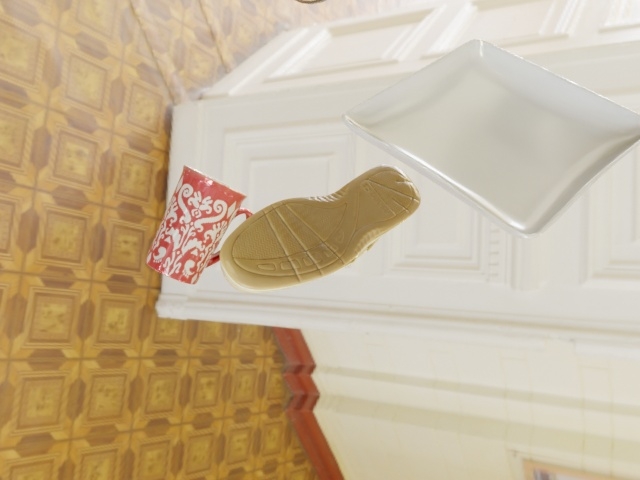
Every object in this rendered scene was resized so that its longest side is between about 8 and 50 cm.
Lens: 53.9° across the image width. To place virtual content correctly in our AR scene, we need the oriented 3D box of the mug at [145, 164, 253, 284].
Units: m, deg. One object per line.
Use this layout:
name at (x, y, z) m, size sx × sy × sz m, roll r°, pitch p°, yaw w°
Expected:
mug at (-0.190, -0.015, 1.025) m, size 0.150 × 0.113 × 0.169 m, roll 27°, pitch 91°, yaw -12°

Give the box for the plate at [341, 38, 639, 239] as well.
plate at (0.215, -0.132, 0.770) m, size 0.278 × 0.277 × 0.045 m, roll -35°, pitch 147°, yaw -28°

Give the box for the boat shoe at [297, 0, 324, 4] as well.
boat shoe at (-0.001, -0.349, 0.631) m, size 0.095 × 0.095 × 0.257 m, roll 35°, pitch 55°, yaw -75°

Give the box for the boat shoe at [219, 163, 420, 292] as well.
boat shoe at (0.000, 0.000, 0.449) m, size 0.170 × 0.059 × 0.063 m, roll -24°, pitch 73°, yaw -34°
